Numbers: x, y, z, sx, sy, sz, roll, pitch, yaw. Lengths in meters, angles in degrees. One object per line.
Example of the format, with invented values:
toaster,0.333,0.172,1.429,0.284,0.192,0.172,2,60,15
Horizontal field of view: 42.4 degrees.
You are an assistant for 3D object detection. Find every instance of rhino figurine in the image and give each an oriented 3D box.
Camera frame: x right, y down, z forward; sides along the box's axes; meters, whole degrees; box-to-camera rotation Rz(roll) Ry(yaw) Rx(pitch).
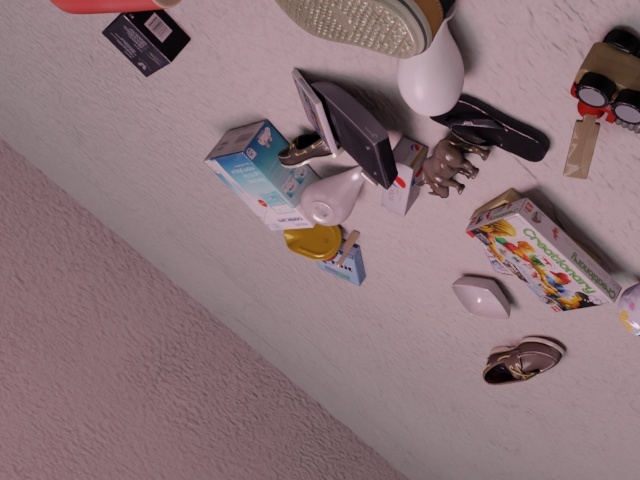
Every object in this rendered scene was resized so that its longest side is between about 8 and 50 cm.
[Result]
rhino figurine,0.278,-0.154,1.813,0.106,0.073,0.243,30,157,0

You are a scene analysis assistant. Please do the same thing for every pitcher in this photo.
pitcher,0.184,-0.349,1.536,0.177,0.125,0.207,40,154,42

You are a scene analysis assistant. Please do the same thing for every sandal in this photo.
sandal,0.328,-0.221,1.644,0.254,0.054,0.097,25,154,20

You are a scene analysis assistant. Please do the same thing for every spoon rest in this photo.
spoon rest,0.054,-0.121,2.100,0.137,0.084,0.276,42,139,-15

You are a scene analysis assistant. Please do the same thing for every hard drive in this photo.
hard drive,0.078,-0.240,1.825,0.255,0.054,0.172,49,169,38

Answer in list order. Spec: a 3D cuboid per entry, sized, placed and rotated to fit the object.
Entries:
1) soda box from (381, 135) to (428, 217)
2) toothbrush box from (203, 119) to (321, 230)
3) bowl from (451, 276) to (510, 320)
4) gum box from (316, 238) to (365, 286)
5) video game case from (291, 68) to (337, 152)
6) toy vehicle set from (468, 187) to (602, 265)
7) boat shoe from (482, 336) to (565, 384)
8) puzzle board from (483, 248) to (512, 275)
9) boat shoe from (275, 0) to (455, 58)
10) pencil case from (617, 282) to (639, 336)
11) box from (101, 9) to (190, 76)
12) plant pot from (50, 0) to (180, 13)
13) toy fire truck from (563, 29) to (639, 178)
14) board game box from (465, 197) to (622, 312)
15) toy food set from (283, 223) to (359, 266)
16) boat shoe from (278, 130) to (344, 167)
soda box,0.194,-0.146,1.931,0.069,0.074,0.216,29,155,15
toothbrush box,-0.140,-0.169,2.256,0.295,0.126,0.216,46,154,-27
bowl,0.434,0.147,2.198,0.142,0.053,0.142,7,144,48
gum box,0.053,0.051,2.522,0.157,0.041,0.184,24,153,23
video game case,-0.013,-0.296,1.896,0.143,0.019,0.157,58,173,40
toy vehicle set,0.484,0.000,1.878,0.267,0.035,0.166,37,156,-7
boat shoe,0.570,0.351,2.349,0.116,0.097,0.324,38,156,-9
puzzle board,0.471,0.059,2.038,0.128,0.011,0.096,11,147,43
boat shoe,0.045,-0.458,1.458,0.500,0.156,0.187,33,163,44
pencil case,0.721,0.114,1.683,0.113,0.124,0.273,34,155,1
box,-0.431,-0.505,2.042,0.156,0.093,0.158,45,153,-23
plant pot,-0.408,-0.587,1.684,0.243,0.275,0.275,15,150,21
toy fire truck,0.510,-0.193,1.375,0.217,0.158,0.246,28,167,13
board game box,0.491,0.040,1.832,0.305,0.053,0.193,40,155,-12
toy food set,0.000,0.000,2.414,0.217,0.128,0.071,21,174,17
boat shoe,-0.032,-0.235,2.057,0.227,0.081,0.069,-7,131,46
